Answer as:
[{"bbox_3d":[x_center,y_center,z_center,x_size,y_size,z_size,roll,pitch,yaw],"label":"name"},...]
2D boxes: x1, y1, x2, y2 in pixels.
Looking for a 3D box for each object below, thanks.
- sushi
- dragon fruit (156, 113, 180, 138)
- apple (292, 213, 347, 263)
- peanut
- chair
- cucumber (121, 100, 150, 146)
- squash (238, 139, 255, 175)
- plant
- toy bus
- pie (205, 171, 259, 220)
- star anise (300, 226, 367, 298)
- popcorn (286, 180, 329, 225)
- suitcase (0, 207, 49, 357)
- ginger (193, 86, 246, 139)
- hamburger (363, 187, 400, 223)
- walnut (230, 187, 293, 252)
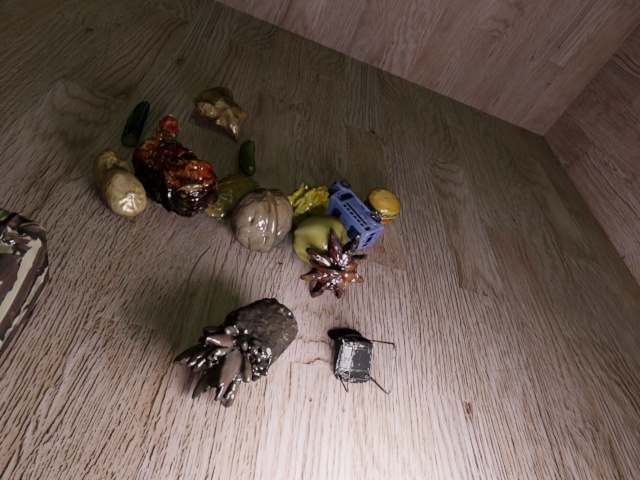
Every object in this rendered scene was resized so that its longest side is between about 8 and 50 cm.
[{"bbox_3d":[-0.482,-0.206,1.419,0.343,0.182,0.196,29,55,23],"label":"sushi"},{"bbox_3d":[-0.605,-0.444,1.698,0.086,0.081,0.116,31,39,-13],"label":"dragon fruit"},{"bbox_3d":[0.000,0.000,1.504,0.199,0.200,0.200,15,43,-15],"label":"apple"},{"bbox_3d":[-0.646,-0.185,1.374,0.122,0.137,0.253,-15,54,-40],"label":"peanut"},{"bbox_3d":[0.104,0.349,1.277,0.140,0.221,0.146,10,87,-21],"label":"chair"},{"bbox_3d":[-0.716,-0.470,1.676,0.067,0.068,0.294,11,43,-19],"label":"cucumber"},{"bbox_3d":[-0.301,-0.344,1.765,0.069,0.069,0.258,11,38,-19],"label":"squash"},{"bbox_3d":[-0.203,0.277,1.108,0.181,0.194,0.320,37,39,15],"label":"plant"},{"bbox_3d":[0.110,-0.107,1.717,0.133,0.126,0.292,-21,62,-41],"label":"toy bus"},{"bbox_3d":[-0.332,-0.177,1.591,0.128,0.068,0.282,29,38,4],"label":"pie"},{"bbox_3d":[0.061,0.088,1.397,0.271,0.272,0.102,3,18,-26],"label":"star anise"},{"bbox_3d":[-0.055,-0.136,1.619,0.155,0.198,0.197,42,43,17],"label":"popcorn"},{"bbox_3d":[-0.731,0.092,0.892,0.193,0.339,0.352,18,43,-12],"label":"suitcase"},{"bbox_3d":[-0.428,-0.560,1.877,0.218,0.123,0.270,-11,55,-39],"label":"ginger"},{"bbox_3d":[0.265,-0.151,1.852,0.161,0.115,0.162,15,46,-15],"label":"hamburger"},{"bbox_3d":[-0.195,-0.072,1.444,0.224,0.224,0.224,15,43,-15],"label":"walnut"}]
